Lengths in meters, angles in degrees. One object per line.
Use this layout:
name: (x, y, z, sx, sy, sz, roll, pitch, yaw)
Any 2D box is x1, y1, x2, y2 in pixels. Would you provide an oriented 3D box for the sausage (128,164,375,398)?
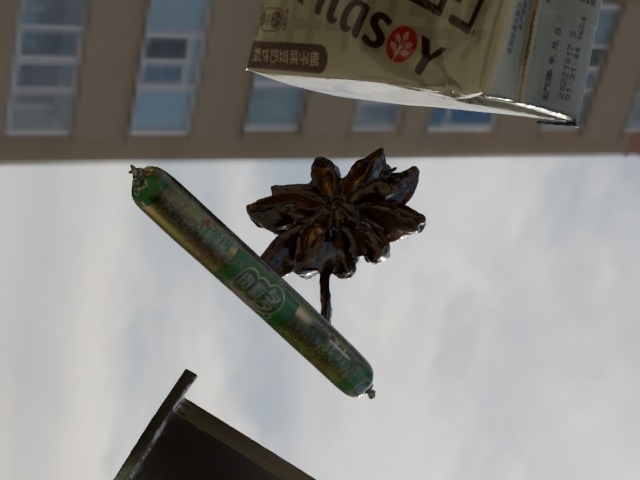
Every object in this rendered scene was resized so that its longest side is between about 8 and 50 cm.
sausage: (-0.043, 0.033, 1.018, 0.033, 0.269, 0.033, -31, -147, 23)

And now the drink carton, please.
drink carton: (0.088, -0.220, 1.291, 0.324, 0.132, 0.194, 13, -87, 48)

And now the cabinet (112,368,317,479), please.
cabinet: (-0.046, 0.190, 0.708, 0.148, 0.174, 0.215, -58, -178, 9)

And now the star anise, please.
star anise: (-0.002, 0.000, 1.328, 0.177, 0.234, 0.073, 13, -46, 36)
